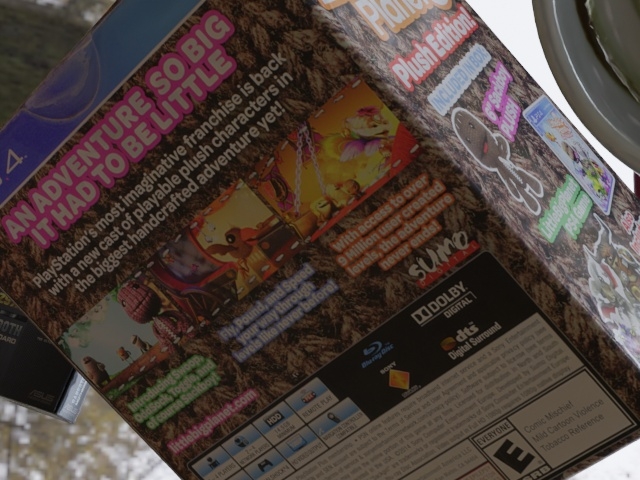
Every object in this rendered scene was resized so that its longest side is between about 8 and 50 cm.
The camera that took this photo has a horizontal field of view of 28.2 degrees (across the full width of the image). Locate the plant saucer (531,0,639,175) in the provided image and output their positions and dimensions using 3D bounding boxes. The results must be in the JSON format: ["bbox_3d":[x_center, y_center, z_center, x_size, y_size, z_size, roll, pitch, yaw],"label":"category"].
[{"bbox_3d":[0.372,-0.227,1.039,0.100,0.400,0.400,-63,176,-73],"label":"plant saucer"}]

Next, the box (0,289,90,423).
[{"bbox_3d":[-0.399,0.125,1.718,0.232,0.059,0.183,15,-108,23],"label":"box"}]

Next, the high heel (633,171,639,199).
[{"bbox_3d":[0.346,-0.125,1.230,0.127,0.181,0.377,5,-98,7],"label":"high heel"}]

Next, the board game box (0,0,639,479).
[{"bbox_3d":[0.000,0.000,0.631,0.232,0.141,0.291,-38,-82,32],"label":"board game box"}]
